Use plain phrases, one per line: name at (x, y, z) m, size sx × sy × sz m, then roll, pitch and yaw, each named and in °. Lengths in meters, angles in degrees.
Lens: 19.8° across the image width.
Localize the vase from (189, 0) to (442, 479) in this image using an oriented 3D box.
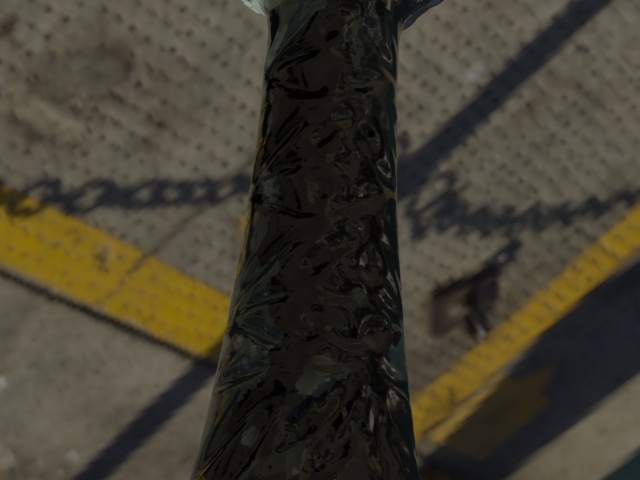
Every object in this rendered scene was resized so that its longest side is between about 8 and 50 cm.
vase at (0.000, 0.000, 0.414) m, size 0.059 × 0.167 × 0.059 m, roll 2°, pitch 149°, yaw 1°
